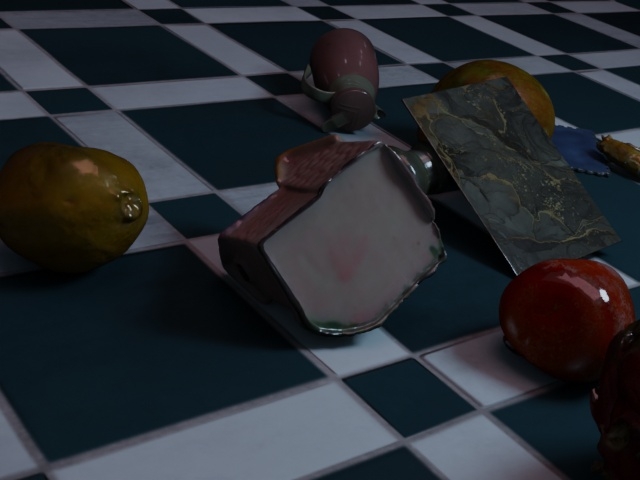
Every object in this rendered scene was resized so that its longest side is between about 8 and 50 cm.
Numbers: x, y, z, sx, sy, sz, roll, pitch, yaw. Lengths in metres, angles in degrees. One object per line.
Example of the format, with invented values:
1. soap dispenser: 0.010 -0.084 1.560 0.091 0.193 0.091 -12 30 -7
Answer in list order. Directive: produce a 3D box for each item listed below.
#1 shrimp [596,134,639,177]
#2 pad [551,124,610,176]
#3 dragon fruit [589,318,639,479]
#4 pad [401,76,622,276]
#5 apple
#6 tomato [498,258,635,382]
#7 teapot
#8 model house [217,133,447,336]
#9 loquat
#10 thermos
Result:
1. shrimp: 0.658 -0.166 2.012 0.187 0.052 0.132 39 26 26
2. pad: 0.476 -0.213 2.072 0.268 0.012 0.270 12 27 3
3. dragon fruit: 0.432 0.191 0.972 0.329 0.329 0.329 8 27 -4
4. pad: 0.320 -0.117 1.609 0.247 0.007 0.368 -17 66 -31
5. apple: 0.322 -0.216 1.840 0.226 0.246 0.246 15 20 -35
6. tomato: 0.329 0.096 1.275 0.187 0.152 0.187 6 23 -3
7. teapot: 0.132 -0.101 1.614 0.119 0.130 0.165 -25 8 -24
8. model house: 0.000 0.000 1.325 0.237 0.202 0.237 -43 23 -16
9. loquat: -0.337 -0.045 1.282 0.234 0.176 0.187 2 -20 24
10. thermos: 0.044 -0.326 1.999 0.176 0.146 0.265 12 32 -11
